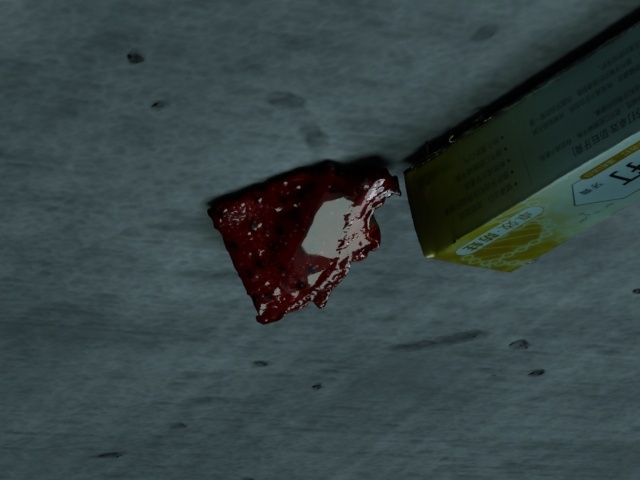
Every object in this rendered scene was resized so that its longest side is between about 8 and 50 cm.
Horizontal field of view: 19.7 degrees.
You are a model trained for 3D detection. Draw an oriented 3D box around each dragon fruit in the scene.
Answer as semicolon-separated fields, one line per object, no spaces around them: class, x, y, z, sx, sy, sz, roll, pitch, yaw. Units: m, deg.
dragon fruit;0.000;0.003;1.184;0.131;0.063;0.097;-20;152;21

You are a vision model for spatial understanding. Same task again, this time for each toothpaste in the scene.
toothpaste;0.187;-0.077;1.080;0.089;0.071;0.313;11;148;-42
